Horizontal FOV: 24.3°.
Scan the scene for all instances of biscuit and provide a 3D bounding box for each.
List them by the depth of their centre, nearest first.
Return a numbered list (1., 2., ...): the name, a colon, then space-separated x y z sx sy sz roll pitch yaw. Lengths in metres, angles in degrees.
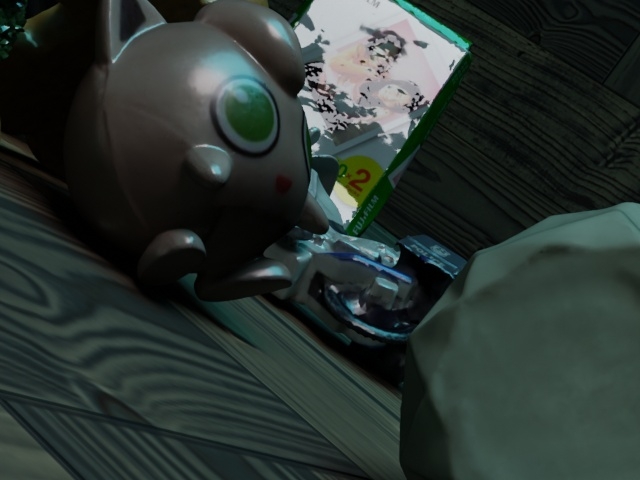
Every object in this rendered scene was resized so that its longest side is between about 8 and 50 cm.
1. biscuit: -0.096 -0.088 0.746 0.236 0.144 0.040 27 34 -63

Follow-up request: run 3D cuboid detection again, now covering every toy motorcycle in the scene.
1. toy motorcycle: 0.000 0.000 0.936 0.221 0.102 0.150 34 24 22

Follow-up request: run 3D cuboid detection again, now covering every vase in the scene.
1. vase: 0.152 0.098 0.674 0.165 0.165 0.360 38 0 25

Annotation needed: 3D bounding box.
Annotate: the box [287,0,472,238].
1. box: 0.015 -0.126 1.449 0.180 0.250 0.103 34 -12 2

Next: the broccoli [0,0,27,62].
1. broccoli: -0.176 -0.129 0.488 0.195 0.156 0.195 11 -20 4

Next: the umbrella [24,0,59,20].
1. umbrella: -0.203 -0.143 0.692 0.113 0.106 0.358 7 -5 27

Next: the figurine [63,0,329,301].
1. figurine: -0.057 -0.044 0.684 0.125 0.125 0.138 29 51 -60
